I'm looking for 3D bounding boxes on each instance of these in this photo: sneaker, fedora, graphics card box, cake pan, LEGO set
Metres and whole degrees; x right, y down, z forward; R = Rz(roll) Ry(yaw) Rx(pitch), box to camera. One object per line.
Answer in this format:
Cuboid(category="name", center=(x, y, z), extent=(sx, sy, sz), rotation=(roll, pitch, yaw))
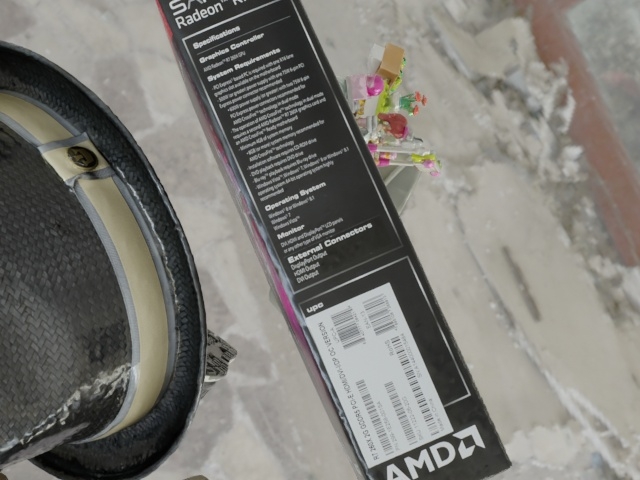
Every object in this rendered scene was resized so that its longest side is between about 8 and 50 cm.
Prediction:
Cuboid(category="sneaker", center=(-0.184, 0.181, 1.235), extent=(0.107, 0.124, 0.283), rotation=(35, 1, 8))
Cuboid(category="fedora", center=(-0.238, 0.036, 0.648), extent=(0.152, 0.334, 0.334), rotation=(-25, 84, -53))
Cuboid(category="graphics card box", center=(0.000, 0.000, 0.705), extent=(0.233, 0.094, 0.370), rotation=(113, -48, -83))
Cuboid(category="cake pan", center=(0.031, -0.006, 1.276), extent=(0.054, 0.293, 0.293), rotation=(36, 34, 11))
Cuboid(category="LEGO set", center=(0.082, -0.128, 1.039), extent=(0.287, 0.107, 0.132), rotation=(-50, 143, -67))

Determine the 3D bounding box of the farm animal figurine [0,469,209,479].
Cuboid(category="farm animal figurine", center=(-0.177, 0.282, 0.692), extent=(0.327, 0.172, 0.330), rotation=(-7, 25, -17))
